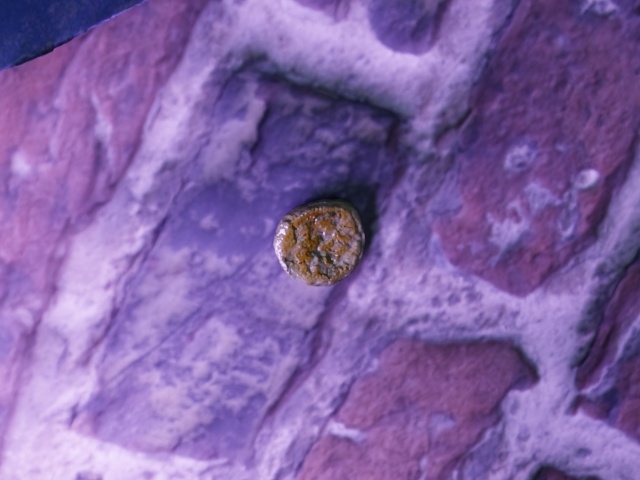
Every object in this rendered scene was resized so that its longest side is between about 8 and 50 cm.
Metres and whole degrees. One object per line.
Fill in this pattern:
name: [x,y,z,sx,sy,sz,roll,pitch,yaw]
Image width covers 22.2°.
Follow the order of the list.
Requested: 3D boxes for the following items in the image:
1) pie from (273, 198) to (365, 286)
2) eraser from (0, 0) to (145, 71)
pie: [-0.001,0.002,1.391,0.084,0.021,0.084,-7,111,-18]
eraser: [-0.218,-0.206,1.164,0.312,0.042,0.144,-33,118,-37]
